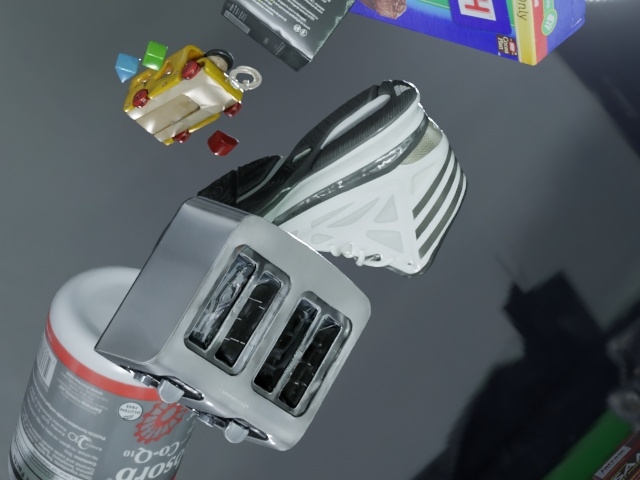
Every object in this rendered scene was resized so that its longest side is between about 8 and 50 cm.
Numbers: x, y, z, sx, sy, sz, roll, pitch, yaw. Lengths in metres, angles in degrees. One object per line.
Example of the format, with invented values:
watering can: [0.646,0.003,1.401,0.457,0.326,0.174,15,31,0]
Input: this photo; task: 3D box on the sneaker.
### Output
sneaker: [0.000,0.000,1.983,0.447,0.257,0.169,-31,-152,15]

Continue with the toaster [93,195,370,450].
toaster: [-0.066,0.065,1.216,0.110,0.168,0.186,15,-109,54]

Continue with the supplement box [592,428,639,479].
supplement box: [0.489,0.331,2.025,0.130,0.073,0.239,-43,-170,-9]

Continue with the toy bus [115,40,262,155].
toy bus: [-0.181,-0.224,2.071,0.191,0.202,0.104,99,0,-51]

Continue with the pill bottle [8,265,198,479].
pill bottle: [-0.265,0.229,1.794,0.210,0.210,0.363,-52,166,-58]

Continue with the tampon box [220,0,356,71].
tampon box: [-0.008,-0.263,1.432,0.161,0.101,0.120,-53,-174,-4]

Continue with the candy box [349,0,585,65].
candy box: [0.136,-0.369,1.666,0.317,0.268,0.122,21,-130,33]
